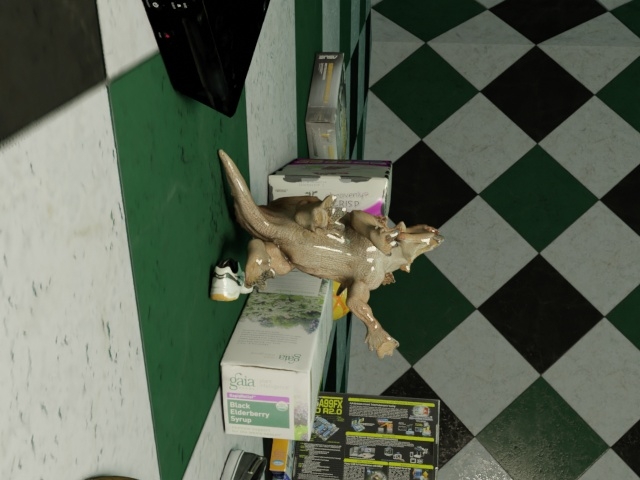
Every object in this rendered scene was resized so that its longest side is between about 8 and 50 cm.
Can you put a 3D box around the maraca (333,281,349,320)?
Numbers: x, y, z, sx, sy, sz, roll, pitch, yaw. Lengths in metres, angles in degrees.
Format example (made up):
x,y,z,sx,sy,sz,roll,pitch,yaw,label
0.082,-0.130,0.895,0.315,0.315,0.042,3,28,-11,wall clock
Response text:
x,y,z,sx,sy,sz,roll,pitch,yaw,label
0.008,0.096,1.295,0.185,0.099,0.127,-35,122,-50,maraca

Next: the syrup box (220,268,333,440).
x,y,z,sx,sy,sz,roll,pitch,yaw,label
-0.043,0.119,0.831,0.237,0.093,0.096,-75,167,-63,syrup box

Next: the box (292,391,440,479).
x,y,z,sx,sy,sz,roll,pitch,yaw,label
0.088,0.403,1.341,0.060,0.269,0.217,78,15,-62,box

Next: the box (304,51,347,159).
x,y,z,sx,sy,sz,roll,pitch,yaw,label
0.016,-0.215,1.372,0.231,0.056,0.183,83,11,-55,box

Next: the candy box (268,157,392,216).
x,y,z,sx,sy,sz,roll,pitch,yaw,label
0.022,-0.073,1.031,0.233,0.159,0.071,-56,148,-76,candy box

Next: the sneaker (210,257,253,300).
x,y,z,sx,sy,sz,roll,pitch,yaw,label
-0.084,0.034,0.694,0.083,0.031,0.037,-47,139,-81,sneaker

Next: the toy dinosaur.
x,y,z,sx,sy,sz,roll,pitch,yaw,label
0.000,0.000,0.767,0.127,0.295,0.200,-61,-161,10,toy dinosaur

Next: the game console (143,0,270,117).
x,y,z,sx,sy,sz,roll,pitch,yaw,label
-0.084,-0.269,0.463,0.361,0.043,0.213,79,20,-59,game console

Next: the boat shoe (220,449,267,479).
x,y,z,sx,sy,sz,roll,pitch,yaw,label
-0.087,0.273,0.738,0.142,0.040,0.049,-77,168,-59,boat shoe

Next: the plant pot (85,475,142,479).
x,y,z,sx,sy,sz,roll,pitch,yaw,label
-0.075,0.238,0.390,0.236,0.032,0.236,63,5,-10,plant pot

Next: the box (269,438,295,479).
x,y,z,sx,sy,sz,roll,pitch,yaw,label
-0.056,0.312,1.105,0.081,0.028,0.136,81,16,-62,box
